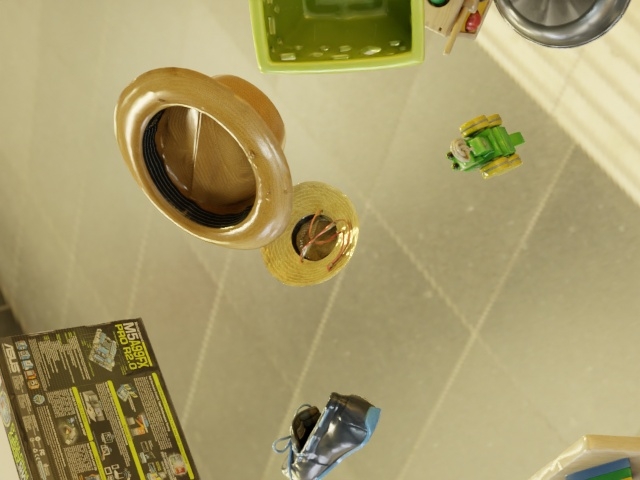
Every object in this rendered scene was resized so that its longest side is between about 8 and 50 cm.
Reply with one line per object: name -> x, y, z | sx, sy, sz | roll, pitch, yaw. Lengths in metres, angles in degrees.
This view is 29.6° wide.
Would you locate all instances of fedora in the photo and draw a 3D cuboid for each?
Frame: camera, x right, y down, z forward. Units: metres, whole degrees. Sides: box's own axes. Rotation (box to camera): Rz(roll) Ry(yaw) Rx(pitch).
fedora -> -0.087, -0.081, 1.048 | 0.194, 0.079, 0.194 | 22, 139, 21

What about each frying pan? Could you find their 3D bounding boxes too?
frying pan -> 0.357, -0.318, 1.519 | 0.326, 0.053, 0.197 | 22, 115, 23

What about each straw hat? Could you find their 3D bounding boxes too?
straw hat -> 0.000, 0.000, 1.513 | 0.145, 0.061, 0.144 | -10, 71, 30

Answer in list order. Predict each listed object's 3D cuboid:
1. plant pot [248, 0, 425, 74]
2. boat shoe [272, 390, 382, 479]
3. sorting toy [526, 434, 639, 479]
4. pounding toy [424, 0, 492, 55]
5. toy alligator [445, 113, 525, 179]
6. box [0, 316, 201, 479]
plant pot -> 0.027, -0.358, 1.653 | 0.207, 0.227, 0.228 | -75, -18, -71
boat shoe -> -0.001, 0.267, 1.722 | 0.089, 0.109, 0.258 | 32, 138, -8
sorting toy -> 0.463, 0.378, 1.803 | 0.255, 0.257, 0.089 | 118, 154, -58
pounding toy -> 0.208, -0.357, 1.847 | 0.100, 0.141, 0.130 | 32, 111, 25
toy alligator -> 0.144, -0.083, 1.154 | 0.051, 0.190, 0.056 | -28, 85, 28
box -> -0.303, 0.240, 1.610 | 0.270, 0.216, 0.060 | 64, 145, 28
